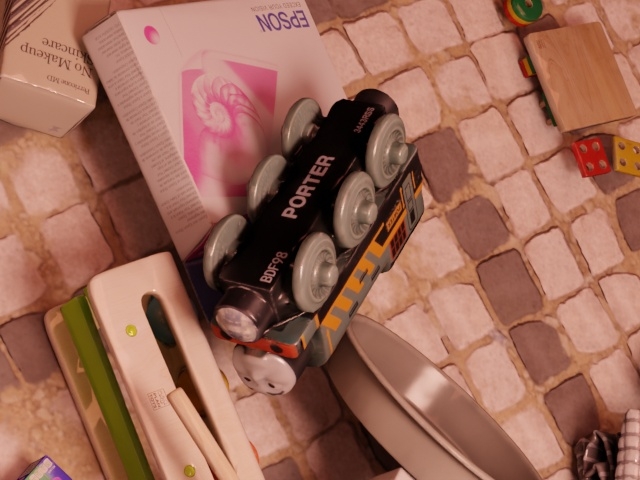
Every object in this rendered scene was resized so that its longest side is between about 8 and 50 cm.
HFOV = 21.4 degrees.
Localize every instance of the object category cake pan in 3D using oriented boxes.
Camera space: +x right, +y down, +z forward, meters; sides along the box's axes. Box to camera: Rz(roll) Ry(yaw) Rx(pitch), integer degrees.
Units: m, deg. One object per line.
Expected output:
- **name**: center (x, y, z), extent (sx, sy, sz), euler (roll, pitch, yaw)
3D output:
- **cake pan**: center (0.118, 0.193, 1.778), extent (0.293, 0.293, 0.054), euler (41, 100, -9)

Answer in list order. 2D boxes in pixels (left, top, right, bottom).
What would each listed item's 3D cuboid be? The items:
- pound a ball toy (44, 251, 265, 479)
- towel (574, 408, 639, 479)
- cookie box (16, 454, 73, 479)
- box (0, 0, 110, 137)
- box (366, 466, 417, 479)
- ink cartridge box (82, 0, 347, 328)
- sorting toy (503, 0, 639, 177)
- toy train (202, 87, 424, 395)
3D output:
- **pound a ball toy**: center (-0.120, 0.169, 1.641), extent (0.135, 0.208, 0.319), euler (-19, 82, -36)
- **towel**: center (0.422, 0.347, 1.975), extent (0.283, 0.121, 0.235), euler (18, 64, -27)
- **cookie box**: center (-0.257, 0.275, 1.615), extent (0.107, 0.040, 0.092), euler (47, 53, -10)
- **box**: center (-0.283, -0.256, 1.773), extent (0.113, 0.094, 0.275), euler (16, 63, -28)
- **box**: center (0.043, 0.320, 1.707), extent (0.091, 0.170, 0.130), euler (40, 56, -12)
- **ink cartridge box**: center (-0.066, -0.100, 1.807), extent (0.324, 0.071, 0.330), euler (-19, 82, -54)
- **sorting toy**: center (0.325, -0.195, 2.166), extent (0.132, 0.046, 0.275), euler (-15, 79, -36)
- **toy train**: center (0.000, 0.000, 1.699), extent (0.334, 0.142, 0.190), euler (-59, 149, -36)
